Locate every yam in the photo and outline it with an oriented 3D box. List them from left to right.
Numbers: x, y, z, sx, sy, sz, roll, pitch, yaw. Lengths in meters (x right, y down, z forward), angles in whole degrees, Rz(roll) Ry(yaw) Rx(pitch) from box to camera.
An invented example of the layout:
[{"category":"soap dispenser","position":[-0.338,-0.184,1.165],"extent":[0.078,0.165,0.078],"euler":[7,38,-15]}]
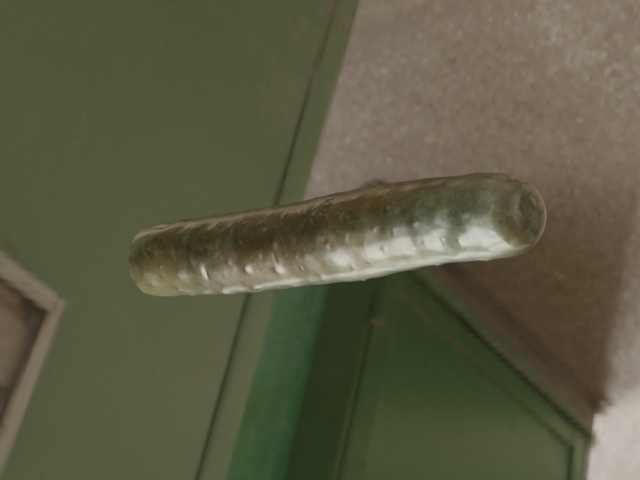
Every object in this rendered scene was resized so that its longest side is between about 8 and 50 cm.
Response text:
[{"category":"yam","position":[0.000,0.000,0.345],"extent":[0.116,0.021,0.021],"euler":[-7,141,41]}]
